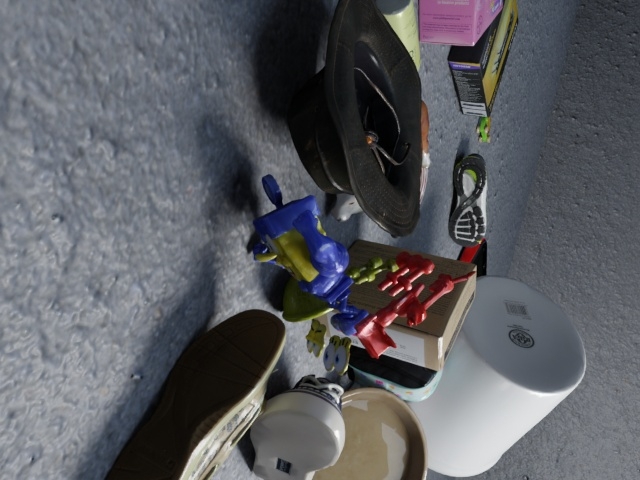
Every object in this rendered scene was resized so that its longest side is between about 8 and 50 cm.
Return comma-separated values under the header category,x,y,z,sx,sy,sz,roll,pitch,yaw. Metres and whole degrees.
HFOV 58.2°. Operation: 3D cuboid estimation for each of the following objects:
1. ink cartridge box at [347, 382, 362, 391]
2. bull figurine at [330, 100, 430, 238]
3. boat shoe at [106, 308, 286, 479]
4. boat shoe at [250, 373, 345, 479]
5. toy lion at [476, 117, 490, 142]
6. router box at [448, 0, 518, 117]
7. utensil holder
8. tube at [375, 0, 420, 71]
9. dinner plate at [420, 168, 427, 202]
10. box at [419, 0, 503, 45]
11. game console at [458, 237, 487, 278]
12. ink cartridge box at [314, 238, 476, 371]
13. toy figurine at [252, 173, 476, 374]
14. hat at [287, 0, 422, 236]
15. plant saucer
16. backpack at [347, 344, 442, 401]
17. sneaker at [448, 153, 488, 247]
category,x,y,z,sx,sy,sz,roll,pitch,yaw
ink cartridge box,0.115,0.413,1.288,0.158,0.092,0.218,-35,135,-53
bull figurine,0.123,-0.125,1.035,0.311,0.101,0.188,-59,153,-27
boat shoe,-0.137,0.208,0.684,0.285,0.104,0.089,-51,150,-24
boat shoe,-0.021,0.250,0.847,0.341,0.127,0.158,111,5,-53
toy lion,0.514,-0.361,1.789,0.100,0.034,0.096,38,61,-62
router box,0.423,-0.513,1.470,0.243,0.080,0.309,41,65,-61
utensil holder,0.369,0.317,1.337,0.328,0.327,0.386,-48,167,-44
tube,0.152,-0.350,1.035,0.070,0.062,0.240,-32,154,3
dinner plate,0.213,-0.125,1.309,0.141,0.017,0.141,-36,133,-52
box,0.284,-0.544,1.133,0.214,0.117,0.243,-52,145,-41
game console,0.499,0.203,2.015,0.342,0.060,0.387,-52,145,-31
ink cartridge box,0.130,0.103,1.002,0.193,0.234,0.088,-50,143,-42
toy figurine,0.000,0.000,0.740,0.191,0.362,0.217,-36,99,-10
hat,0.037,-0.161,0.775,0.331,0.133,0.332,25,61,-56
plant saucer,0.079,0.422,1.103,0.277,0.041,0.278,2,84,-22
backpack,0.162,0.244,1.188,0.166,0.188,0.144,-59,149,-33
sneaker,0.448,-0.118,1.689,0.121,0.111,0.300,-47,144,-52
